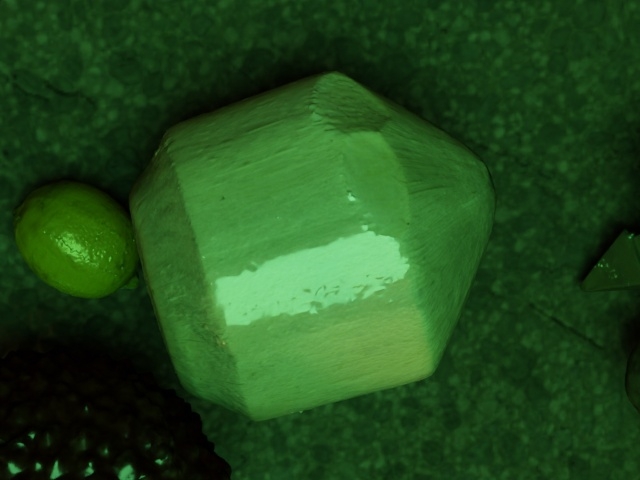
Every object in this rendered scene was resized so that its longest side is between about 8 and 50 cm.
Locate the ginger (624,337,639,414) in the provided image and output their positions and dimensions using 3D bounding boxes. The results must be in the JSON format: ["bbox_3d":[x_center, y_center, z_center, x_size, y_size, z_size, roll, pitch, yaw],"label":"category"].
[{"bbox_3d":[0.388,0.150,1.599,0.304,0.155,0.244,0,111,-10],"label":"ginger"}]

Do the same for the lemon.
[{"bbox_3d":[-0.179,0.001,1.494,0.110,0.082,0.082,34,101,-16],"label":"lemon"}]

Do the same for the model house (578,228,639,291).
[{"bbox_3d":[0.300,-0.030,1.546,0.248,0.181,0.176,-27,70,28],"label":"model house"}]

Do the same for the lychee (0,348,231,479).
[{"bbox_3d":[-0.203,0.205,1.482,0.264,0.300,0.264,9,70,-25],"label":"lychee"}]

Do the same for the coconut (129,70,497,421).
[{"bbox_3d":[0.000,0.000,1.445,0.266,0.237,0.237,-14,111,2],"label":"coconut"}]
